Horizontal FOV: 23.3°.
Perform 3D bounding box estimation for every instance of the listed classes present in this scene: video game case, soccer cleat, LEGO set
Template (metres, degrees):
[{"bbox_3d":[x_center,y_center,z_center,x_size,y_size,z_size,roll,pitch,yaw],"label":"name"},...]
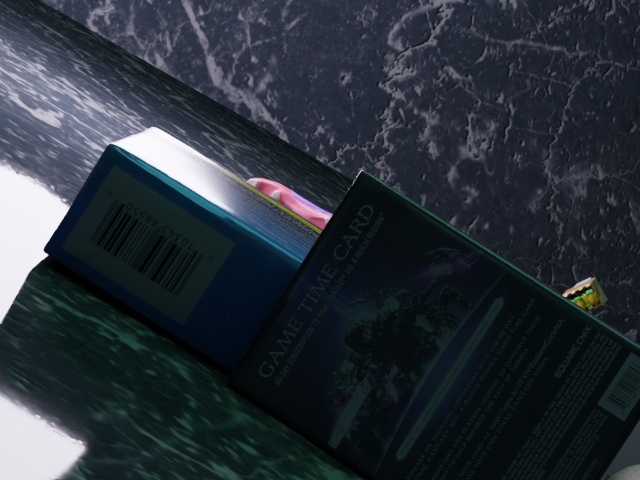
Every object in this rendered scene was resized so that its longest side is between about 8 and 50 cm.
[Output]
[{"bbox_3d":[0.094,0.101,1.171,0.274,0.196,0.026,33,5,9],"label":"video game case"},{"bbox_3d":[0.000,0.000,1.955,0.248,0.083,0.095,32,2,20],"label":"soccer cleat"},{"bbox_3d":[0.237,0.092,2.114,0.287,0.132,0.107,10,-3,38],"label":"LEGO set"}]

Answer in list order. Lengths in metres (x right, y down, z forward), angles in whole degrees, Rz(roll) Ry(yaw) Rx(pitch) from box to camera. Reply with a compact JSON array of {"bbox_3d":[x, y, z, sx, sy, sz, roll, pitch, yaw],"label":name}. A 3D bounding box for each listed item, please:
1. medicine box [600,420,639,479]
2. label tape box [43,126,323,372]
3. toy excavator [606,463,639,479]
[{"bbox_3d":[0.204,0.158,1.453,0.263,0.149,0.289,32,7,-3],"label":"medicine box"},{"bbox_3d":[-0.085,0.012,1.375,0.249,0.115,0.347,32,4,-3],"label":"label tape box"},{"bbox_3d":[0.481,0.303,1.215,0.445,0.433,0.222,60,7,-3],"label":"toy excavator"}]
